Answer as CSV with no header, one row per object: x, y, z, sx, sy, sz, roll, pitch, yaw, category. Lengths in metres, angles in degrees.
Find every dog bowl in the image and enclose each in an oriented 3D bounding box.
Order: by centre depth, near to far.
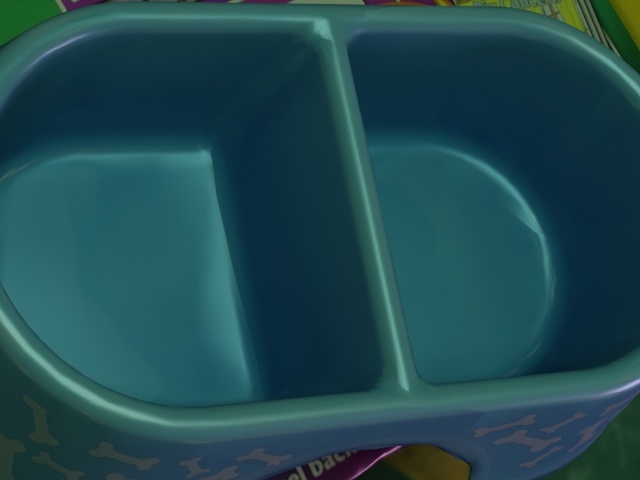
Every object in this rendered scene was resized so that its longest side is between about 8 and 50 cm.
0.000,0.000,0.605,0.297,0.074,0.166,-3,72,-27,dog bowl

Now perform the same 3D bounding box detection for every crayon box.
-0.032,-0.066,0.724,0.363,0.106,0.313,-28,84,-33,crayon box
